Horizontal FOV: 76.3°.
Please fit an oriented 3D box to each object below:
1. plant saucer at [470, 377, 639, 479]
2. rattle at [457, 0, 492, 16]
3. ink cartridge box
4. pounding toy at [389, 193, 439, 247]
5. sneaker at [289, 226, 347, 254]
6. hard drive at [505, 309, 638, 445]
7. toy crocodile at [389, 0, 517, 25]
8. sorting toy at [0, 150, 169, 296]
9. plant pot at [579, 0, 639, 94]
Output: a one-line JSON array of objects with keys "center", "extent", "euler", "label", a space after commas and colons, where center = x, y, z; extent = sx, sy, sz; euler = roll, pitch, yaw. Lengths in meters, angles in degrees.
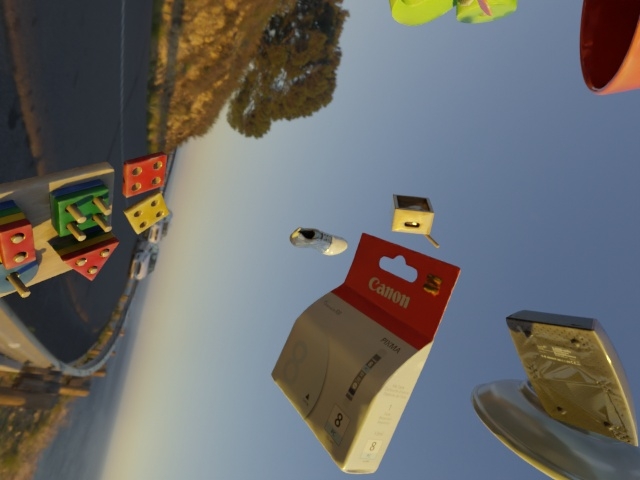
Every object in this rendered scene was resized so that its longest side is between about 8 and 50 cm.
[{"center": [0.561, 0.418, 0.940], "extent": [0.400, 0.400, 0.101], "euler": [-138, -115, -67], "label": "plant saucer"}, {"center": [0.095, -0.291, 0.299], "extent": [0.200, 0.142, 0.130], "euler": [96, 18, -49], "label": "rattle"}, {"center": [0.066, 0.179, 0.800], "extent": [0.308, 0.091, 0.385], "euler": [25, -87, 58], "label": "ink cartridge box"}, {"center": [0.279, -0.059, 1.196], "extent": [0.130, 0.141, 0.100], "euler": [-79, 174, -60], "label": "pounding toy"}, {"center": [0.000, 0.000, 1.037], "extent": [0.061, 0.152, 0.054], "euler": [125, -29, -64], "label": "sneaker"}, {"center": [0.459, 0.238, 0.739], "extent": [0.054, 0.255, 0.172], "euler": [-37, -164, -27], "label": "hard drive"}, {"center": [0.219, -0.296, 0.390], "extent": [0.340, 0.105, 0.115], "euler": [7, -72, 43], "label": "toy crocodile"}, {"center": [-0.251, 0.000, 0.393], "extent": [0.046, 0.274, 0.132], "euler": [43, -49, 15], "label": "sorting toy"}, {"center": [0.508, -0.335, 0.522], "extent": [0.275, 0.243, 0.275], "euler": [3, 90, -73], "label": "plant pot"}]
